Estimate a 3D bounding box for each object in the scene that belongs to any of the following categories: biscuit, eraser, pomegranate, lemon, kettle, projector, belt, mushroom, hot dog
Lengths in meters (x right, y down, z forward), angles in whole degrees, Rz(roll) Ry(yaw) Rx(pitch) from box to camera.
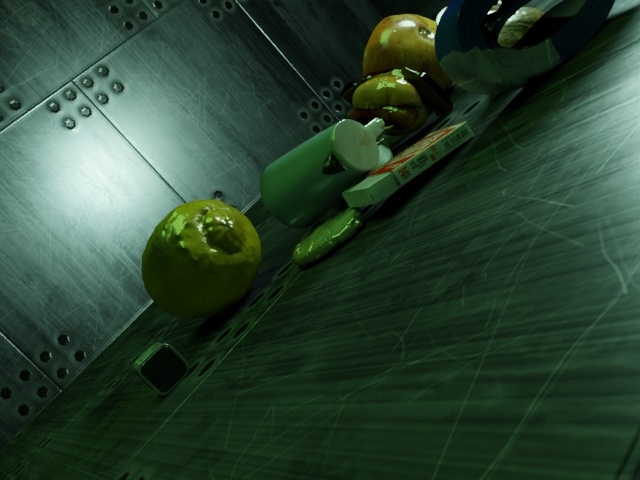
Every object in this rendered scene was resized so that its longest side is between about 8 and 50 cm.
[{"bbox_3d":[-0.001,-0.001,1.464,0.141,0.038,0.290,-46,10,-19],"label":"biscuit"},{"bbox_3d":[0.158,-0.139,1.350,0.230,0.038,0.157,-34,9,-13],"label":"eraser"},{"bbox_3d":[0.240,-0.479,1.964,0.264,0.264,0.264,-41,10,9],"label":"pomegranate"},{"bbox_3d":[-0.278,0.050,1.696,0.285,0.285,0.316,-46,-17,-19],"label":"lemon"},{"bbox_3d":[0.020,-0.154,1.503,0.243,0.160,0.210,-32,5,46],"label":"kettle"},{"bbox_3d":[-0.322,0.257,1.464,0.083,0.083,0.082,-46,11,-19],"label":"projector"},{"bbox_3d":[0.367,-0.406,1.282,0.347,0.212,0.117,-40,10,-8],"label":"belt"},{"bbox_3d":[0.396,-0.406,1.480,0.151,0.156,0.285,-2,32,29],"label":"mushroom"},{"bbox_3d":[0.161,-0.314,1.784,0.107,0.194,0.326,-52,18,-20],"label":"hot dog"}]

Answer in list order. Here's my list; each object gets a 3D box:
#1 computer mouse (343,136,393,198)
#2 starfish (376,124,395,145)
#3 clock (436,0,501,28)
[{"bbox_3d":[0.080,-0.175,1.745,0.197,0.095,0.331,-31,21,8],"label":"computer mouse"},{"bbox_3d":[0.061,-0.219,1.697,0.227,0.043,0.240,-16,30,36],"label":"starfish"},{"bbox_3d":[0.387,-0.525,1.800,0.197,0.068,0.197,-6,43,6],"label":"clock"}]
